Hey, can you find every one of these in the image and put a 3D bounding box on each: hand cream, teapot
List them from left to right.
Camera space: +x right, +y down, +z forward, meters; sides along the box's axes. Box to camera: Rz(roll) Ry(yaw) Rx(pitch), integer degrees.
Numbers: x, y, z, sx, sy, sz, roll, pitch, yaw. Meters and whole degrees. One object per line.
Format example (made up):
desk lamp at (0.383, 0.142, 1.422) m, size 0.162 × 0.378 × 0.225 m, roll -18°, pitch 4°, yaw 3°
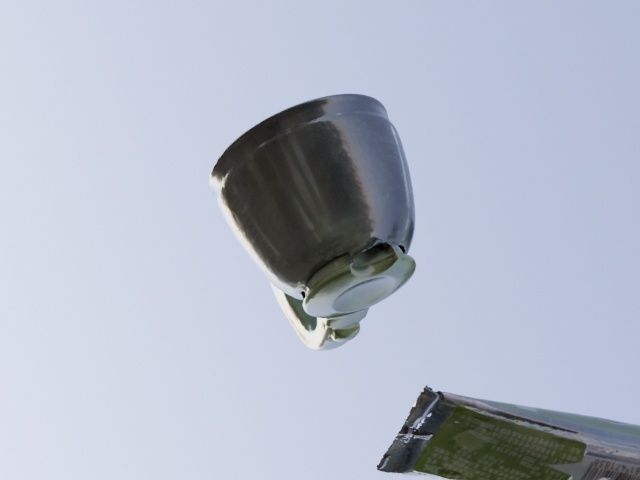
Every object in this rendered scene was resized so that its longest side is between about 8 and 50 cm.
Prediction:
teapot at (0.008, -0.004, 0.827) m, size 0.092 × 0.124 × 0.091 m, roll -25°, pitch -112°, yaw 5°
hand cream at (0.160, 0.141, 1.163) m, size 0.055 × 0.235 × 0.086 m, roll -98°, pitch -155°, yaw -46°
